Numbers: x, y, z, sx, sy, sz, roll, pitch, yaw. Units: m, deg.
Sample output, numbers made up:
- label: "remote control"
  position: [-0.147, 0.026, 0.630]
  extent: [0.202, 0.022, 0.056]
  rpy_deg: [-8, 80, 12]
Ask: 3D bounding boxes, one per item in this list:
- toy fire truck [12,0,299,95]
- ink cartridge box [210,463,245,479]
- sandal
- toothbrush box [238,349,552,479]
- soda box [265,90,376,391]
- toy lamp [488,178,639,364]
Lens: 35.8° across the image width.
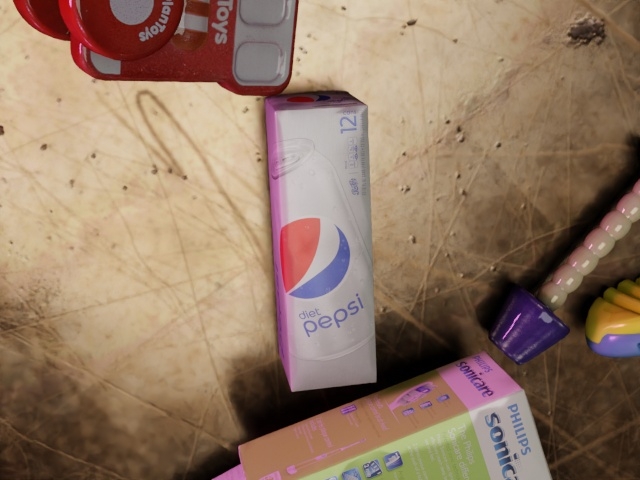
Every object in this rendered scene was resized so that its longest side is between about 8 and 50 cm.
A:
- label: "toy fire truck"
  position: [-0.124, -0.282, 0.876]
  extent: [0.253, 0.169, 0.302]
  rpy_deg: [-4, 108, -34]
- label: "ink cartridge box"
  position: [0.029, 0.351, 1.115]
  extent: [0.307, 0.072, 0.304]
  rpy_deg: [-27, 107, -4]
- label: "sandal"
  position: [0.444, 0.109, 1.093]
  extent: [0.317, 0.126, 0.138]
  rpy_deg: [-2, 110, -8]
- label: "toothbrush box"
  position: [0.085, 0.267, 1.006]
  extent: [0.283, 0.122, 0.206]
  rpy_deg: [-21, 106, -4]
- label: "soda box"
  position: [0.000, 0.000, 0.993]
  extent: [0.091, 0.098, 0.286]
  rpy_deg: [-5, 107, -8]
- label: "toy lamp"
  position: [0.287, 0.018, 1.059]
  extent: [0.080, 0.080, 0.275]
  rpy_deg: [39, 97, -17]
